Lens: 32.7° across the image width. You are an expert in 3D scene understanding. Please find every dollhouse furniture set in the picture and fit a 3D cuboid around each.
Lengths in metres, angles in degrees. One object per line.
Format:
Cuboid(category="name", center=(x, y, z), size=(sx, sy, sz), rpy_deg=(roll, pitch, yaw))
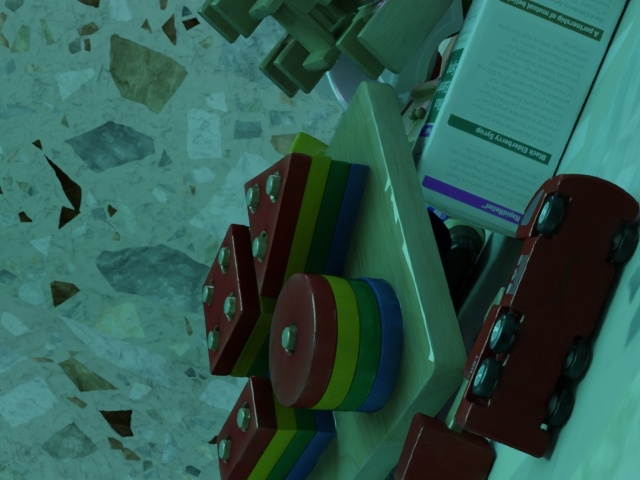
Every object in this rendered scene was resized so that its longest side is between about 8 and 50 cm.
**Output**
Cuboid(category="dollhouse furniture set", center=(0.056, -0.195, 0.928), size=(0.161, 0.242, 0.212), rpy_deg=(-54, 20, -14))

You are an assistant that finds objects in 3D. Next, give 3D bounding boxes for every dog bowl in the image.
Cuboid(category="dog bowl", center=(0.101, -0.349, 1.781), size=(0.349, 0.102, 0.348), rpy_deg=(173, 90, -68))

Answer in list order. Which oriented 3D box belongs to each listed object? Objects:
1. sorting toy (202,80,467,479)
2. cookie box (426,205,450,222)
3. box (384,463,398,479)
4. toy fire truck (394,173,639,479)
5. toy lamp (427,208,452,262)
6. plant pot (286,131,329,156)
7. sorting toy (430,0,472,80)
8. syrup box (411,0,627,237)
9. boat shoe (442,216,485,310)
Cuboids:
Cuboid(category="sorting toy", center=(-0.012, 0.054, 0.803), size=(0.255, 0.089, 0.257), rpy_deg=(119, 150, -44))
Cuboid(category="cookie box", center=(0.106, -0.053, 1.206), size=(0.092, 0.040, 0.107), rpy_deg=(115, 148, -50))
Cuboid(category="box", center=(0.047, 0.180, 0.897), size=(0.145, 0.038, 0.186), rpy_deg=(115, 178, -48))
Cuboid(category="toy fire truck", center=(0.102, 0.059, 0.590), size=(0.135, 0.047, 0.192), rpy_deg=(154, 138, -87))
Cuboid(category="toy lamp", center=(0.024, 0.083, 0.928), size=(0.080, 0.080, 0.274), rpy_deg=(-70, 2, -47))
Cuboid(category="plant pot", center=(0.000, 0.000, 1.757), size=(0.227, 0.207, 0.228), rpy_deg=(113, 178, -46))
Cuboid(category="sorting toy", center=(0.206, -0.327, 1.817), size=(0.365, 0.127, 0.126), rpy_deg=(119, 144, -52))
Cuboid(category="syrup box", center=(0.144, -0.126, 0.801), size=(0.093, 0.096, 0.236), rpy_deg=(-92, 25, -85))
Cuboid(category="boat shoe", center=(0.091, 0.047, 0.932), size=(0.049, 0.056, 0.152), rpy_deg=(-61, -5, -59))
